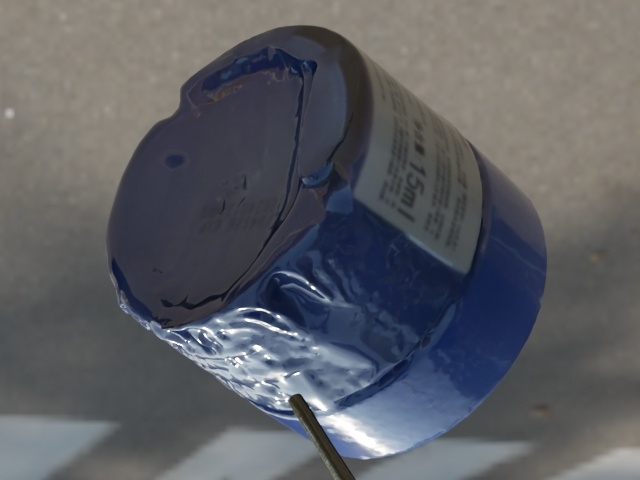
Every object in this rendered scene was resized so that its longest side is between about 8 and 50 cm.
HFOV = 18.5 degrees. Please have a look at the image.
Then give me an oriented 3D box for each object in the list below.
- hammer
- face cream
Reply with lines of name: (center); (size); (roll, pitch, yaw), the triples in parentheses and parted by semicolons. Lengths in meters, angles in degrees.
hammer: (0.030, 0.169, 1.192); (0.017, 0.182, 0.062); (-28, 163, -16)
face cream: (0.000, 0.000, 1.396); (0.249, 0.249, 0.225); (-16, 139, 38)
